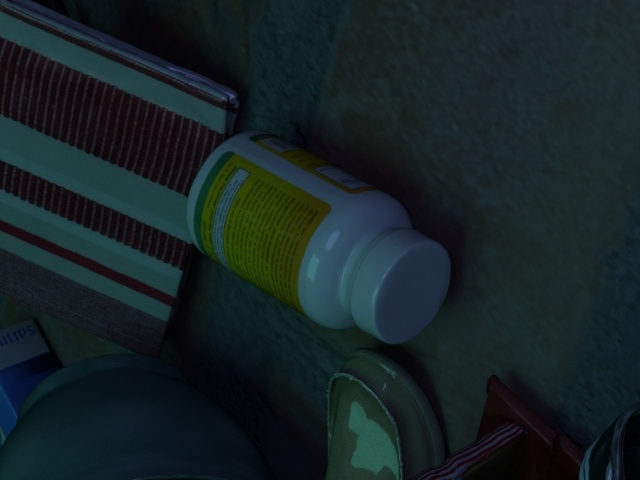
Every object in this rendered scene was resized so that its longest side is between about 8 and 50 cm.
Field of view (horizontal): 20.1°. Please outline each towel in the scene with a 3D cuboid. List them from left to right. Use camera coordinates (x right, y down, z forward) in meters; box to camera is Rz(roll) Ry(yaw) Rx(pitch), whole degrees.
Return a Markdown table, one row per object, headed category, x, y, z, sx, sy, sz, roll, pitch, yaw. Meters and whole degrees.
| category | x | y | z | sx | sy | sz | roll | pitch | yaw |
| --- | --- | --- | --- | --- | --- | --- | --- | --- | --- |
| towel | -0.216 | -0.053 | 1.646 | 0.237 | 0.037 | 0.329 | 23 | 130 | 3 |

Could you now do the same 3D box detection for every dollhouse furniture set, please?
| category | x | y | z | sx | sy | sz | roll | pitch | yaw |
| --- | --- | --- | --- | --- | --- | --- | --- | --- | --- |
| dollhouse furniture set | 0.091 | 0.317 | 1.433 | 0.152 | 0.201 | 0.374 | 40 | 140 | 30 |

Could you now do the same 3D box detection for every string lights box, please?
| category | x | y | z | sx | sy | sz | roll | pitch | yaw |
| --- | --- | --- | --- | --- | --- | --- | --- | --- | --- |
| string lights box | -0.298 | 0.229 | 1.930 | 0.259 | 0.077 | 0.133 | 59 | 142 | 11 |

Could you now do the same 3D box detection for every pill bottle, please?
| category | x | y | z | sx | sy | sz | roll | pitch | yaw |
| --- | --- | --- | --- | --- | --- | --- | --- | --- | --- |
| pill bottle | 0.000 | 0.000 | 1.440 | 0.208 | 0.117 | 0.117 | 29 | 128 | 38 |

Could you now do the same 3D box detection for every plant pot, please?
| category | x | y | z | sx | sy | sz | roll | pitch | yaw |
| --- | --- | --- | --- | --- | --- | --- | --- | --- | --- |
| plant pot | -0.182 | 0.231 | 1.667 | 0.196 | 0.293 | 0.293 | -109 | 29 | -42 |

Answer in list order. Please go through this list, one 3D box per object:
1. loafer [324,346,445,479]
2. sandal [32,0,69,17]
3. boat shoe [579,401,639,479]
| category | x | y | z | sx | sy | sz | roll | pitch | yaw |
| --- | --- | --- | --- | --- | --- | --- | --- | --- | --- |
| loafer | 0.043 | 0.221 | 1.515 | 0.102 | 0.092 | 0.268 | 15 | 118 | 45 |
| sandal | -0.253 | -0.177 | 1.679 | 0.054 | 0.097 | 0.254 | -22 | 100 | 53 |
| boat shoe | 0.242 | 0.264 | 1.194 | 0.119 | 0.121 | 0.335 | 80 | 173 | -61 |
